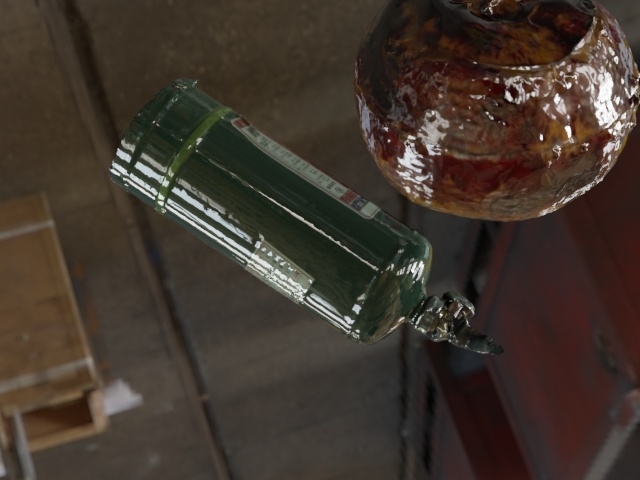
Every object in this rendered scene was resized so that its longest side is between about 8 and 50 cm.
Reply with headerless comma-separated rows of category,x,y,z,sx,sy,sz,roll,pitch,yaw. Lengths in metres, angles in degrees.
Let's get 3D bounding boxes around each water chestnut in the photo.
water chestnut,0.201,-0.161,1.860,0.350,0.350,0.302,-11,140,-19

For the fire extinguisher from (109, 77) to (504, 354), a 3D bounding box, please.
fire extinguisher,0.000,0.000,1.097,0.093,0.294,0.118,-55,172,-11
